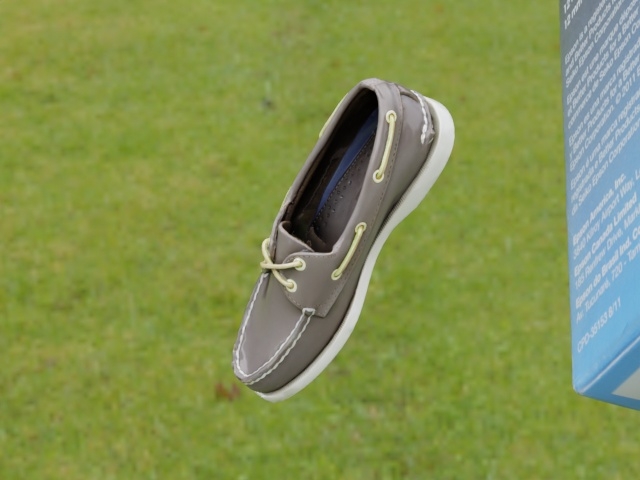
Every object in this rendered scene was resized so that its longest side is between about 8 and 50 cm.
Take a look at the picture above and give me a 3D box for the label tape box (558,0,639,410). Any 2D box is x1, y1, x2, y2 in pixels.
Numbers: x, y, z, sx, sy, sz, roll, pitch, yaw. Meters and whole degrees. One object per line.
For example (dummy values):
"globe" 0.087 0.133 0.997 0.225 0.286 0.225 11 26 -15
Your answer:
"label tape box" 0.198 -0.129 0.672 0.115 0.249 0.347 13 56 -12

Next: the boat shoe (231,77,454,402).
"boat shoe" 0.000 0.000 1.458 0.097 0.324 0.116 21 16 -44
